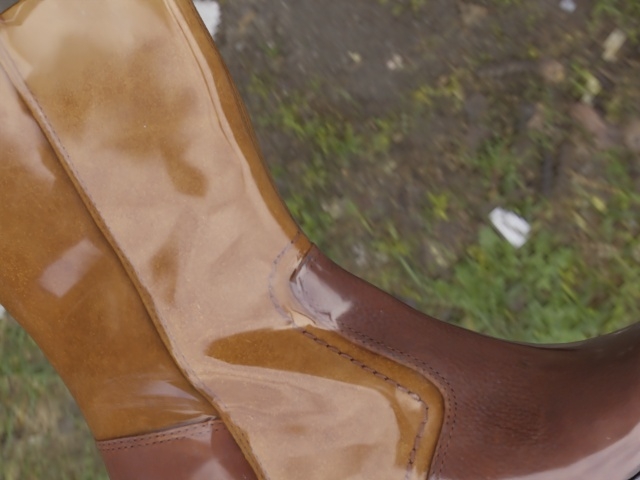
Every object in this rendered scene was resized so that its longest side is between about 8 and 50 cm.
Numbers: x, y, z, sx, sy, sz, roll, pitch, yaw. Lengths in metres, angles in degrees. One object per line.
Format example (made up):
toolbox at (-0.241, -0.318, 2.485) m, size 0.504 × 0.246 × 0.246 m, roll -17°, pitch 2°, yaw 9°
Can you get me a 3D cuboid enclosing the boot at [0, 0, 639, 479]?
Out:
boot at (0.000, 0.000, 0.722) m, size 0.264 × 0.096 × 0.280 m, roll -29°, pitch 95°, yaw 20°
